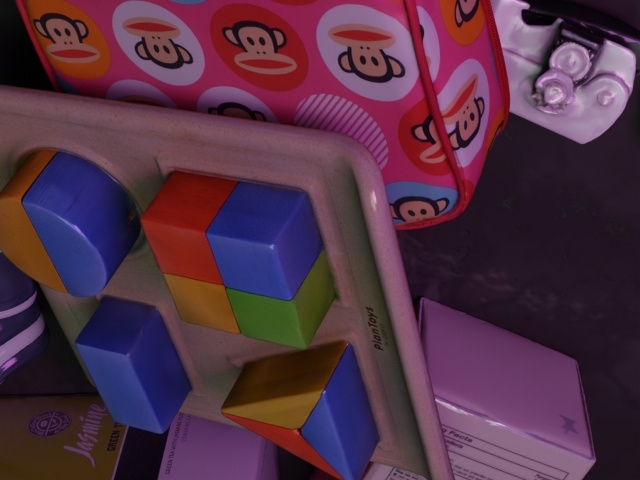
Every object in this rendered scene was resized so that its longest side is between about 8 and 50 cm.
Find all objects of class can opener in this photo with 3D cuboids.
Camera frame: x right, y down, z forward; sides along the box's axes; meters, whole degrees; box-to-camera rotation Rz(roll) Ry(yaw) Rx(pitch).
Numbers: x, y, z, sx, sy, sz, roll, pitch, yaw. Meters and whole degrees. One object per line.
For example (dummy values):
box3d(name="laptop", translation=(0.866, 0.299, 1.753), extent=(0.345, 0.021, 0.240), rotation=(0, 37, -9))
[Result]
box3d(name="can opener", translation=(0.080, -0.149, 0.895), extent=(0.280, 0.093, 0.074), rotation=(22, 120, -1))

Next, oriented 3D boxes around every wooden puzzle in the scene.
box3d(name="wooden puzzle", translation=(-0.090, 0.046, 0.904), extent=(0.348, 0.080, 0.322), rotation=(14, 142, 28))

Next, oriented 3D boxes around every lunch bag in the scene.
box3d(name="lunch bag", translation=(-0.045, -0.135, 0.812), extent=(0.293, 0.120, 0.258), rotation=(9, 141, 28))

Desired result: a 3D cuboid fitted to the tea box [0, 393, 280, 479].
box3d(name="tea box", translation=(-0.203, 0.303, 1.050), extent=(0.323, 0.329, 0.220), rotation=(0, 123, 5))

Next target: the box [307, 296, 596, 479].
box3d(name="box", translation=(0.093, 0.187, 1.077), extent=(0.148, 0.127, 0.232), rotation=(23, 121, -11))

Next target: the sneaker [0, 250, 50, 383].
box3d(name="sneaker", translation=(-0.349, 0.066, 1.043), extent=(0.282, 0.099, 0.153), rotation=(-13, 119, 8))
